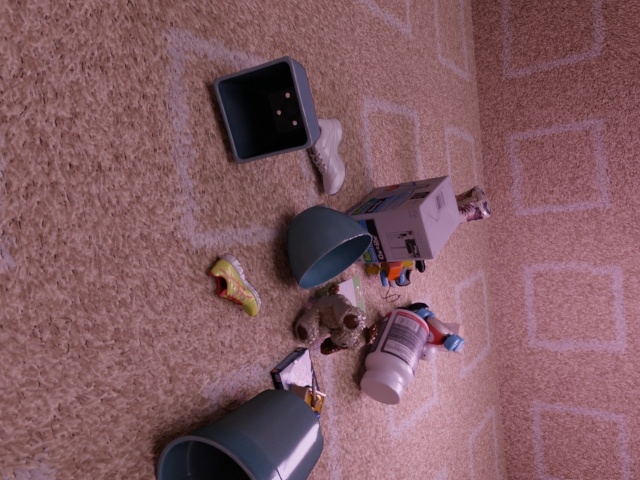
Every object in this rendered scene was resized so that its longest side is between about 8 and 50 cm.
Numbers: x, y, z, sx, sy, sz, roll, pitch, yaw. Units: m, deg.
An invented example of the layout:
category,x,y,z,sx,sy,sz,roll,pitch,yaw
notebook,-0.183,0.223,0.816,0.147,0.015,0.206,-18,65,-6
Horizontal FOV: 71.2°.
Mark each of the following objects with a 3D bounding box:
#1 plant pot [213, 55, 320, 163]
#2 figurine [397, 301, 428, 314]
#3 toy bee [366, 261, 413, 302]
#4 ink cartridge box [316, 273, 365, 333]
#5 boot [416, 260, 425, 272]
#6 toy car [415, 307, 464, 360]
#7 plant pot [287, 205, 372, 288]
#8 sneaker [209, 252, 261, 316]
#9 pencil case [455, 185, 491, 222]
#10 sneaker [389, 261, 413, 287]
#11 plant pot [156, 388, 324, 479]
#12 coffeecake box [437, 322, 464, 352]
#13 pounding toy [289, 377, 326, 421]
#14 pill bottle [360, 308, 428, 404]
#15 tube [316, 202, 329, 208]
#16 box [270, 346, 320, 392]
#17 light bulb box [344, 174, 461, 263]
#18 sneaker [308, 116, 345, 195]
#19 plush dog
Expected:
category,x,y,z,sx,sy,sz,roll,pitch,yaw
plant pot,-0.131,-0.394,1.363,0.252,0.247,0.248,-48,126,-66
figurine,0.441,0.419,2.193,0.209,0.092,0.215,1,87,-46
toy bee,0.292,0.131,1.973,0.195,0.298,0.162,2,52,-20
ink cartridge box,0.084,0.241,1.738,0.235,0.056,0.171,-21,104,-54
boot,0.513,0.098,2.340,0.099,0.045,0.121,37,51,-48
toy car,0.501,0.479,2.083,0.238,0.219,0.210,-52,149,7
plant pot,0.000,0.000,1.503,0.290,0.290,0.195,-6,54,-54
sneaker,-0.251,0.144,1.285,0.094,0.081,0.208,-44,115,-38
pencil case,0.640,-0.144,2.228,0.183,0.410,0.160,2,75,-49
sneaker,0.400,0.093,2.137,0.100,0.108,0.272,25,66,-48
plant pot,-0.173,0.574,1.158,0.334,0.341,0.341,-21,104,-60
coffeecake box,0.658,0.515,2.381,0.068,0.185,0.142,38,58,-45
pounding toy,-0.040,0.516,1.430,0.130,0.100,0.141,39,58,-44
pill bottle,0.312,0.488,1.897,0.363,0.210,0.210,-56,130,-39
tube,0.049,-0.058,1.721,0.080,0.052,0.207,-44,130,-7
box,-0.075,0.503,1.509,0.159,0.044,0.233,-31,111,-50
light bulb box,0.335,-0.085,1.851,0.358,0.361,0.225,-40,117,-48
sneaker,0.013,-0.314,1.674,0.129,0.111,0.297,-5,87,-38
plush dog,0.073,0.298,1.575,0.225,0.262,0.211,60,26,-25
